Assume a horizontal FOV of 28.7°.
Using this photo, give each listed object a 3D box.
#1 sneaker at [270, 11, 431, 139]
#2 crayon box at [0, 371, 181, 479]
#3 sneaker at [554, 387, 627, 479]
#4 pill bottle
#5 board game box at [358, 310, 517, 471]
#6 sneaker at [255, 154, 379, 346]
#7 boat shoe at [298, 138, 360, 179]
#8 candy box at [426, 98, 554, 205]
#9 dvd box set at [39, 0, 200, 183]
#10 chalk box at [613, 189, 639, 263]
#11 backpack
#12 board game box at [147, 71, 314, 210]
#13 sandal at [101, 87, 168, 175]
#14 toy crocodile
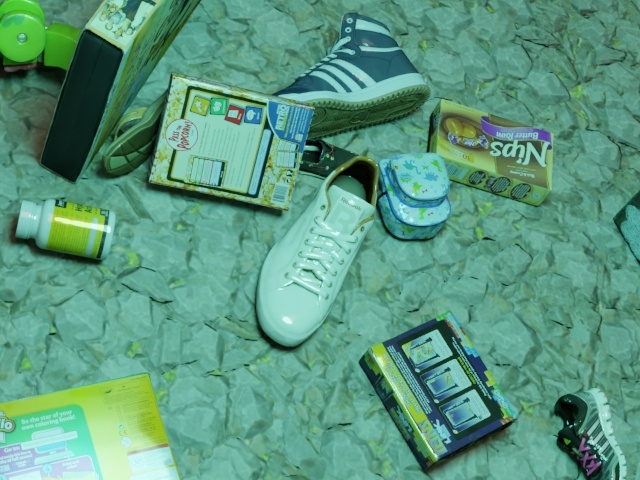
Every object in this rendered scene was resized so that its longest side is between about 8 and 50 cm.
[{"bbox_3d":[0.009,-0.238,1.804,0.282,0.099,0.153,-14,66,-29],"label":"sneaker"},{"bbox_3d":[-0.306,0.261,1.398,0.279,0.081,0.165,-10,64,-25],"label":"crayon box"},{"bbox_3d":[0.350,0.272,1.653,0.075,0.063,0.170,6,54,-18],"label":"sneaker"},{"bbox_3d":[-0.320,-0.016,1.567,0.116,0.065,0.065,11,58,-15],"label":"pill bottle"},{"bbox_3d":[0.153,0.194,1.632,0.141,0.048,0.170,-21,71,-27],"label":"board game box"},{"bbox_3d":[0.000,0.000,1.645,0.106,0.123,0.290,27,56,-6],"label":"sneaker"},{"bbox_3d":[0.001,-0.116,1.764,0.133,0.042,0.049,7,56,-18],"label":"boat shoe"},{"bbox_3d":[0.252,-0.130,1.859,0.187,0.053,0.109,16,56,-10],"label":"candy box"},{"bbox_3d":[-0.216,-0.307,1.633,0.062,0.307,0.420,30,54,-4],"label":"dvd box set"},{"bbox_3d":[0.595,-0.052,1.797,0.179,0.289,0.180,-16,68,-28],"label":"chalk box"},{"bbox_3d":[0.131,-0.064,1.755,0.105,0.084,0.114,-4,65,-20],"label":"backpack"},{"bbox_3d":[-0.120,-0.131,1.669,0.194,0.146,0.045,12,13,-14],"label":"board game box"},{"bbox_3d":[-0.243,-0.152,1.679,0.049,0.072,0.180,25,52,14],"label":"sandal"},{"bbox_3d":[-0.466,-0.267,1.645,0.341,0.105,0.115,4,23,-16],"label":"toy crocodile"}]
